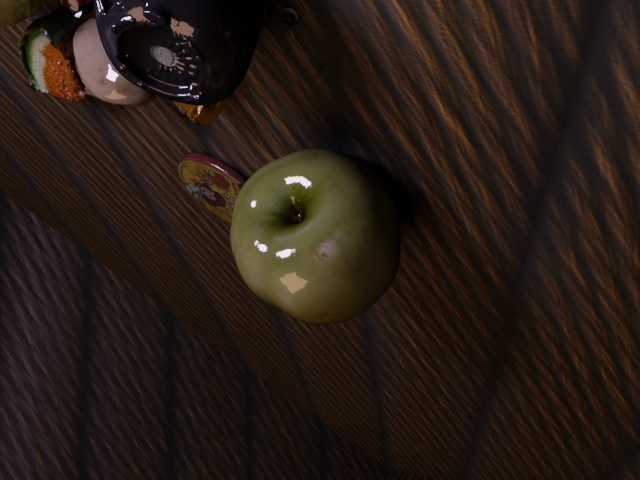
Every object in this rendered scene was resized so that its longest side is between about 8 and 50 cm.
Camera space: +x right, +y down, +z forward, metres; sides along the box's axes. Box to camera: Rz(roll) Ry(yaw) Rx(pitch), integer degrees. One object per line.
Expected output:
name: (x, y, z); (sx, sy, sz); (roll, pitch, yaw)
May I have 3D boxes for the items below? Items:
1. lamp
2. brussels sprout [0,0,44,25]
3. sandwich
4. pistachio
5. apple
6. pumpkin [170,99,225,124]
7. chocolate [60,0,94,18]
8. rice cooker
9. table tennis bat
lamp: (-0.032, -0.334, 0.982); (0.121, 0.041, 0.054); (45, 159, -17)
brussels sprout: (-0.662, -0.548, 1.102); (0.259, 0.227, 0.294); (40, 164, 20)
sandwich: (-0.596, -0.428, 1.357); (0.212, 0.109, 0.292); (27, 156, -2)
pistachio: (-0.438, -0.376, 1.235); (0.238, 0.153, 0.137); (53, 148, 20)
apple: (0.000, 0.000, 1.166); (0.357, 0.357, 0.357); (25, 152, 15)
pumpkin: (-0.264, -0.325, 1.151); (0.108, 0.119, 0.183); (22, 145, 18)
chocolate: (-0.433, -0.487, 1.062); (0.125, 0.148, 0.080); (-14, 139, 6)
rice cooker: (-0.211, -0.354, 0.893); (0.267, 0.224, 0.267); (14, 152, 8)
table tennis bat: (-0.213, -0.107, 1.537); (0.415, 0.051, 0.268); (25, 152, 22)
